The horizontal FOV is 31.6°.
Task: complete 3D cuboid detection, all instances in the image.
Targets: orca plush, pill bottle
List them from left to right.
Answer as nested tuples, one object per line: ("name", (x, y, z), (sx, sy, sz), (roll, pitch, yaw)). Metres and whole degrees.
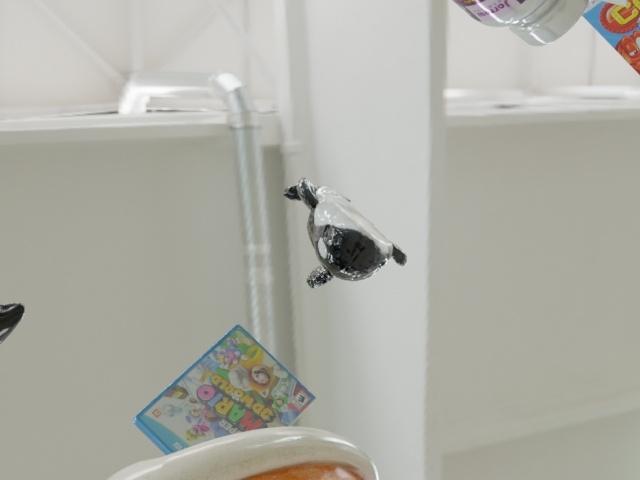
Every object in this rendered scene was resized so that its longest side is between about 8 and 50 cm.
("orca plush", (0.000, 0.000, 1.312), (0.151, 0.287, 0.102), (34, -83, -29))
("pill bottle", (0.228, -0.399, 1.545), (0.301, 0.169, 0.169), (32, -103, -28))

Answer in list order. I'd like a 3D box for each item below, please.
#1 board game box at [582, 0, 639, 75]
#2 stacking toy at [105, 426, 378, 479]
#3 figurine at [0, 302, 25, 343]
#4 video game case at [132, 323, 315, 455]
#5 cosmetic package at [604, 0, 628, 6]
("board game box", (0.593, -0.333, 1.631), (0.302, 0.308, 0.086), (39, -141, -21))
("stacking toy", (-0.009, 0.389, 0.692), (0.350, 0.480, 0.350), (-26, -32, -17))
("figurine", (-0.419, 0.108, 1.090), (0.209, 0.215, 0.092), (-48, -43, -32))
("video game case", (-0.096, 0.175, 1.172), (0.119, 0.015, 0.166), (43, -129, 6))
("cosmetic package", (0.340, -0.326, 1.256), (0.060, 0.041, 0.115), (36, -106, -73))
